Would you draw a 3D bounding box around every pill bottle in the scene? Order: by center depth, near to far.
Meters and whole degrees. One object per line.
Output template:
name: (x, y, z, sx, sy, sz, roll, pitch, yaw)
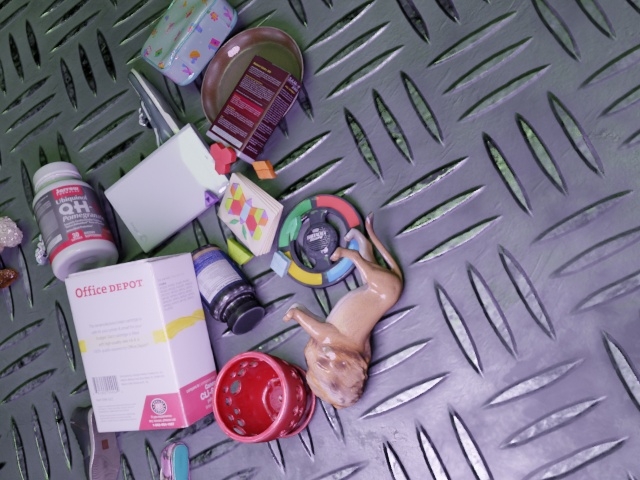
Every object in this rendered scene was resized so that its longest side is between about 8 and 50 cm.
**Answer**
pill bottle: (-0.235, 0.120, 1.666, 0.123, 0.123, 0.219, -47, 63, 8)
pill bottle: (-0.690, -0.057, 1.903, 0.176, 0.176, 0.319, -35, 65, 14)

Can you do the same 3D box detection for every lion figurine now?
lion figurine: (0.077, 0.155, 1.492, 0.240, 0.142, 0.392, 37, 88, -1)

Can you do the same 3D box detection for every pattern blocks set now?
pattern blocks set: (-0.174, -0.068, 1.662, 0.324, 0.026, 0.286, 29, 120, 33)

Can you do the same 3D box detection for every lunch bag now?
lunch bag: (-0.365, -0.580, 1.906, 0.279, 0.108, 0.224, -53, 44, 2)

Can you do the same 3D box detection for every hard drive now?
hard drive: (-0.401, -0.136, 1.821, 0.307, 0.040, 0.203, -36, 88, 13)

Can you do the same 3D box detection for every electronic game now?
electronic game: (0.000, 0.000, 1.624, 0.229, 0.048, 0.229, -7, 74, 25)

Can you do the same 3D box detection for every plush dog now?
plush dog: (-1.030, 0.063, 2.050, 0.262, 0.210, 0.226, -8, 100, 26)

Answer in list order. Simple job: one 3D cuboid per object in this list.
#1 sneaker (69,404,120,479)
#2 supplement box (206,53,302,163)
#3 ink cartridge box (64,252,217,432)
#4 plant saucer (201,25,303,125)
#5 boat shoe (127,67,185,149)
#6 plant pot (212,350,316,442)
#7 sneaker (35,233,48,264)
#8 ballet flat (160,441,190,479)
sneaker: (-0.583, 0.533, 1.767, 0.118, 0.083, 0.222, -13, 78, 42)
supplement box: (-0.166, -0.328, 1.722, 0.130, 0.073, 0.239, 36, 95, 29)
ink cartridge box: (-0.417, 0.238, 1.628, 0.279, 0.160, 0.385, -10, 93, 28)
plant saucer: (-0.175, -0.412, 1.816, 0.310, 0.050, 0.311, -7, 73, 24)
boat shoe: (-0.468, -0.351, 1.907, 0.099, 0.116, 0.319, -40, 68, 8)
plant pot: (-0.117, 0.347, 1.520, 0.191, 0.174, 0.191, -6, 75, 24)
sneaker: (-0.797, 0.020, 2.013, 0.069, 0.038, 0.098, -8, 74, 25)
ballet flat: (-0.347, 0.596, 1.634, 0.079, 0.077, 0.222, -28, 60, 37)
